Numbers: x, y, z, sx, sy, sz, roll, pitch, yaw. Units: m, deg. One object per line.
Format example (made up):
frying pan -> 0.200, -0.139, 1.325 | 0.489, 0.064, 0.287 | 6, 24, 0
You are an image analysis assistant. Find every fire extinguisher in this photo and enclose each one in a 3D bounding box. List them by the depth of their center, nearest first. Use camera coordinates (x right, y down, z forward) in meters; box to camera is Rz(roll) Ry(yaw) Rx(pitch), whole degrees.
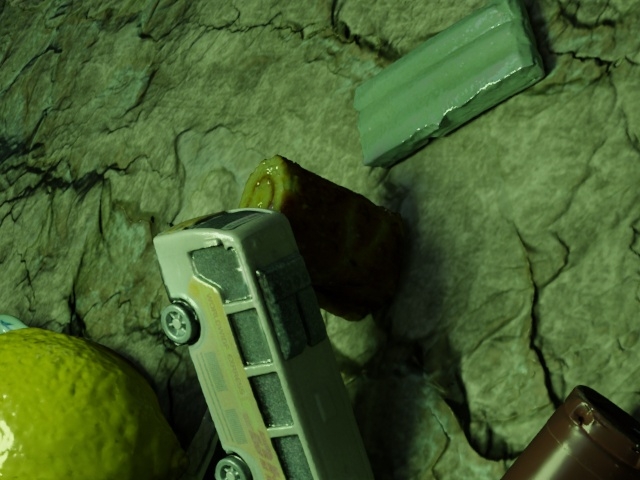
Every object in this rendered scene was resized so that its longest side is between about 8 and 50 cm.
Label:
fire extinguisher -> 0.172, 0.254, 1.069 | 0.269, 0.104, 0.105 | -54, 39, 11

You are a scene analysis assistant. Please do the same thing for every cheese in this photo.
cheese -> -0.157, 0.285, 1.452 | 0.127, 0.054, 0.252 | 19, 83, 52

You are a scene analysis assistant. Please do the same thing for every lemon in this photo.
lemon -> -0.302, 0.228, 1.397 | 0.321, 0.268, 0.268 | -11, 55, 10

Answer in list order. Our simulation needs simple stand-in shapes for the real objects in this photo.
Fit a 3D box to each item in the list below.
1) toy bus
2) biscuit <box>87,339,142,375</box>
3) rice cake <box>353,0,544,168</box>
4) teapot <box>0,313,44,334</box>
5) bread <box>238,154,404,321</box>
toy bus -> -0.051, 0.138, 1.236 | 0.138, 0.097, 0.343 | -12, 98, 41
biscuit -> -0.351, 0.318, 1.634 | 0.350, 0.070, 0.394 | 13, 78, 48
rice cake -> 0.134, -0.170, 1.395 | 0.237, 0.043, 0.127 | -32, 49, 34
teapot -> -0.475, 0.196, 1.795 | 0.232, 0.159, 0.159 | -56, 38, 2
bread -> 0.000, 0.000, 1.342 | 0.103, 0.172, 0.132 | -18, 56, 50
